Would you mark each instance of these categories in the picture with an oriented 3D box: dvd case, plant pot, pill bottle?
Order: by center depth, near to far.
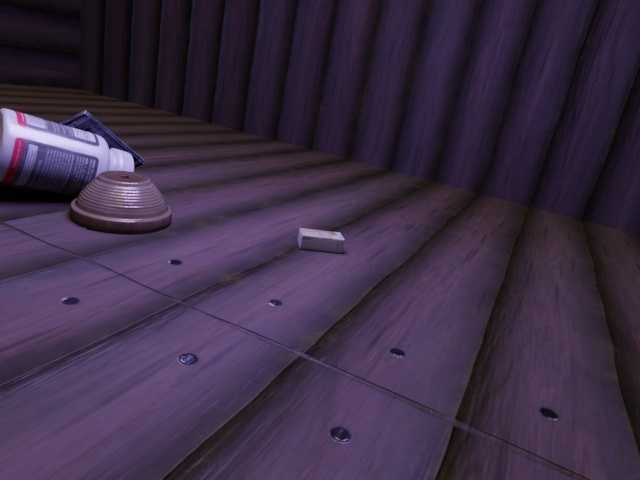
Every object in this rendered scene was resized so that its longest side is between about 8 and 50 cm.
[{"bbox_3d":[-0.490,-0.108,1.193,0.238,0.109,0.237,9,18,-3],"label":"plant pot"},{"bbox_3d":[-0.664,-0.208,1.240,0.319,0.176,0.176,11,13,-46],"label":"pill bottle"},{"bbox_3d":[-0.641,-0.261,1.361,0.165,0.221,0.018,-18,53,19],"label":"dvd case"}]

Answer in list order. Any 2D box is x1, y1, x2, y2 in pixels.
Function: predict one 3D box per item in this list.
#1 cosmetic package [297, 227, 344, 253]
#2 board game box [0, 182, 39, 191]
[{"bbox_3d":[0.000,0.000,1.260,0.115,0.041,0.060,6,20,-15],"label":"cosmetic package"},{"bbox_3d":[-0.876,-0.182,1.308,0.260,0.039,0.124,6,19,-6],"label":"board game box"}]
